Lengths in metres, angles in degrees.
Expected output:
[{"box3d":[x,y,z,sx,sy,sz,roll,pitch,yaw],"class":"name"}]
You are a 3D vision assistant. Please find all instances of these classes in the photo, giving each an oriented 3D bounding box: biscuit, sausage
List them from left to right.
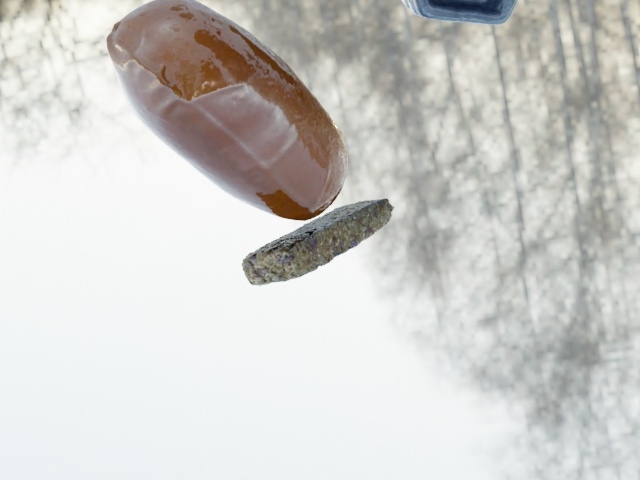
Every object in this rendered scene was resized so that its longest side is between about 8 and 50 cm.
[{"box3d":[-0.073,-0.111,1.274,0.133,0.258,0.133,-27,-139,27],"class":"sausage"},{"box3d":[0.000,0.000,1.368,0.064,0.034,0.199,-13,-172,33],"class":"biscuit"}]

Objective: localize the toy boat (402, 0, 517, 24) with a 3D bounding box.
[{"box3d":[0.136,-0.340,1.358,0.127,0.283,0.078,5,-175,-9],"class":"toy boat"}]
